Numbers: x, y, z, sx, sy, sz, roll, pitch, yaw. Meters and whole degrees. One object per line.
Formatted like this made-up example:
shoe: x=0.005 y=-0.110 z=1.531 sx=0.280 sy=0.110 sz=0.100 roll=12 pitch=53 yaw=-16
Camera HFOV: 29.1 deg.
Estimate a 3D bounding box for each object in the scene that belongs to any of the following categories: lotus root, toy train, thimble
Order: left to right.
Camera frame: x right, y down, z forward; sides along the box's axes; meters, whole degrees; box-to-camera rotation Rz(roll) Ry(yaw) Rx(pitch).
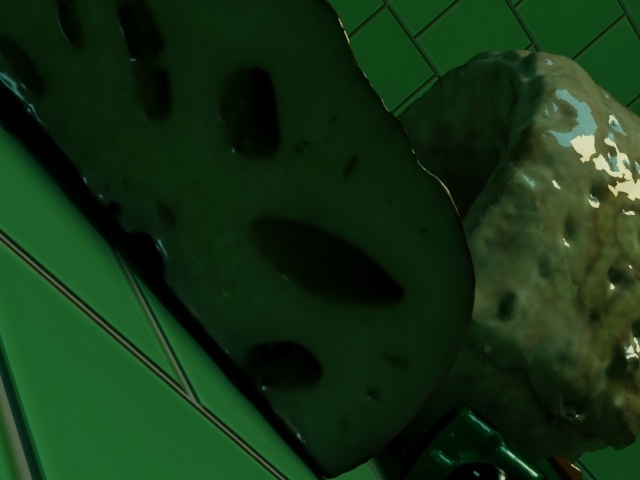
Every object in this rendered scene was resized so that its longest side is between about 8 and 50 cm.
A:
lotus root: x=-0.032 y=-0.044 z=0.644 sx=0.267 sy=0.149 sz=0.260 roll=52 pitch=2 yaw=-5
thimble: x=0.121 y=0.019 z=0.874 sx=0.195 sy=0.291 sz=0.291 roll=40 pitch=4 yaw=-18
toy train: x=0.107 y=0.157 z=0.687 sx=0.136 sy=0.091 sz=0.228 roll=39 pitch=1 yaw=8
